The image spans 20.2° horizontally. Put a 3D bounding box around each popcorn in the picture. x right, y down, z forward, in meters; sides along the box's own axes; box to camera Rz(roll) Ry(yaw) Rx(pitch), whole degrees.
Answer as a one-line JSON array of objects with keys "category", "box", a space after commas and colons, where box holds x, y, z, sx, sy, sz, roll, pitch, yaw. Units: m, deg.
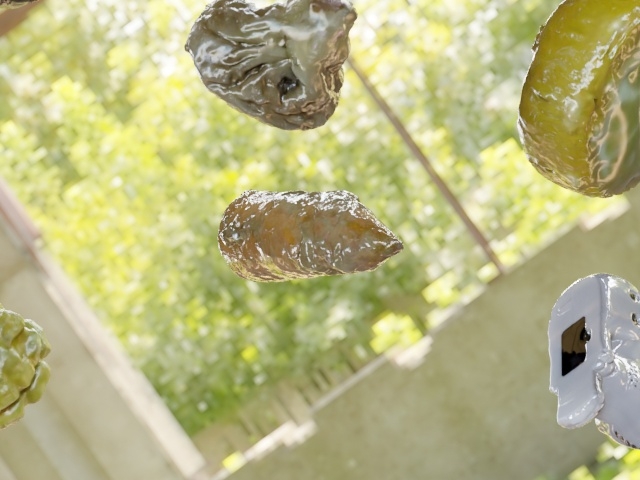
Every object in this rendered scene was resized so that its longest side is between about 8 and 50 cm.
[{"category": "popcorn", "box": [-0.375, 0.123, 1.917, 0.173, 0.173, 0.142, -36, 0, 15]}]

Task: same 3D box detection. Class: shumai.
[{"category": "shumai", "box": [-0.043, -0.240, 2.129, 0.175, 0.206, 0.166, -48, 25, 42]}]

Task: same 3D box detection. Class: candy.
[{"category": "candy", "box": [0.313, -0.172, 1.901, 0.260, 0.118, 0.260, -35, -39, -35]}]

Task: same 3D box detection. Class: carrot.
[{"category": "carrot", "box": [0.000, 0.000, 1.736, 0.102, 0.102, 0.263, -34, 20, -26]}]

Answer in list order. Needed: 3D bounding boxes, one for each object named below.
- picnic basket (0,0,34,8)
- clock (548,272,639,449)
[{"category": "picnic basket", "box": [-0.348, -0.371, 1.845, 0.129, 0.297, 0.222, 7, 17, 19]}, {"category": "clock", "box": [0.272, 0.113, 1.622, 0.080, 0.117, 0.176, -41, 30, 38]}]
